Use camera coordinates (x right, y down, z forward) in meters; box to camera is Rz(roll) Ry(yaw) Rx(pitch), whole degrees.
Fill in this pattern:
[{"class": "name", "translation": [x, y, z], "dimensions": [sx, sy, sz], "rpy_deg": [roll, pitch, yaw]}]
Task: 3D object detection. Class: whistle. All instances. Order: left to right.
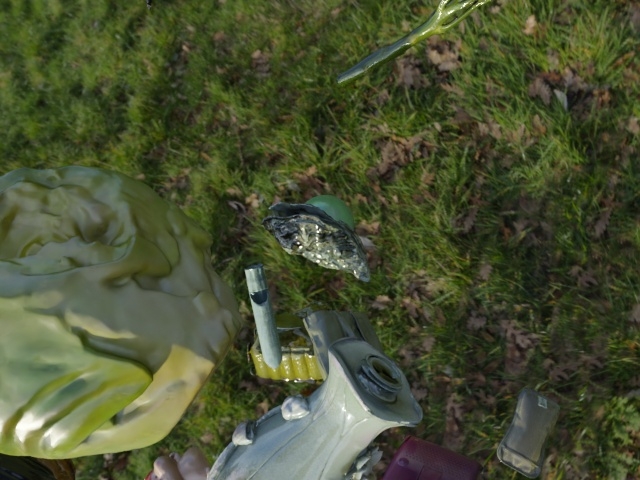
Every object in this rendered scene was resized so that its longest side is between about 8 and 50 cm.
[{"class": "whistle", "translation": [-0.165, 0.224, 1.610], "dimensions": [0.062, 0.062, 0.313], "rpy_deg": [-5, 101, 31]}]

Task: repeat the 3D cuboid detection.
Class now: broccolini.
[{"class": "broccolini", "translation": [0.186, -0.416, 1.050], "dimensions": [0.391, 0.074, 0.079], "rpy_deg": [-21, 107, 38]}]

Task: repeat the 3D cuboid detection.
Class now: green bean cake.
[{"class": "green bean cake", "translation": [-0.099, 0.341, 1.978], "dimensions": [0.309, 0.202, 0.285], "rpy_deg": [0, 36, 9]}]

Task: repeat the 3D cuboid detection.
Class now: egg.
[{"class": "egg", "translation": [0.010, -0.044, 1.987], "dimensions": [0.220, 0.221, 0.270], "rpy_deg": [-7, 35, 30]}]

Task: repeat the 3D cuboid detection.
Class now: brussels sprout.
[{"class": "brussels sprout", "translation": [-0.266, 0.086, 0.597], "dimensions": [0.343, 0.268, 0.345], "rpy_deg": [2, 111, 5]}]

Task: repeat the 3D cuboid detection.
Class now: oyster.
[{"class": "oyster", "translation": [0.003, 0.003, 1.538], "dimensions": [0.350, 0.162, 0.158], "rpy_deg": [34, 84, -9]}]

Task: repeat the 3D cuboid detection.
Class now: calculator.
[{"class": "calculator", "translation": [0.147, 0.349, 0.761], "dimensions": [0.126, 0.190, 0.034], "rpy_deg": [15, 115, 23]}]

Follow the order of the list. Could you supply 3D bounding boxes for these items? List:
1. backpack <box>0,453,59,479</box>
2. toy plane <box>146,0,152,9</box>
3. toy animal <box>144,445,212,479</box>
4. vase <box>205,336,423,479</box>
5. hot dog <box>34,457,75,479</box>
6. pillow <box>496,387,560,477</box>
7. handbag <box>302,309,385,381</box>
[{"class": "backpack", "translation": [-0.528, 0.338, 0.706], "dimensions": [0.363, 0.445, 0.255], "rpy_deg": [7, 65, 43]}, {"class": "toy plane", "translation": [-0.247, -0.400, 0.802], "dimensions": [0.188, 0.062, 0.135], "rpy_deg": [-106, 26, -53]}, {"class": "toy animal", "translation": [-0.429, 0.721, 1.650], "dimensions": [0.197, 0.171, 0.171], "rpy_deg": [-27, 57, -24]}, {"class": "vase", "translation": [-0.026, 0.373, 0.934], "dimensions": [0.250, 0.249, 0.446], "rpy_deg": [48, 109, 30]}, {"class": "hot dog", "translation": [-0.610, 0.370, 1.075], "dimensions": [0.158, 0.117, 0.349], "rpy_deg": [-29, 90, 47]}, {"class": "pillow", "translation": [0.564, 0.516, 1.473], "dimensions": [0.130, 0.033, 0.218], "rpy_deg": [28, 72, 2]}, {"class": "handbag", "translation": [0.080, 0.304, 1.430], "dimensions": [0.109, 0.315, 0.253], "rpy_deg": [-34, 66, 25]}]
